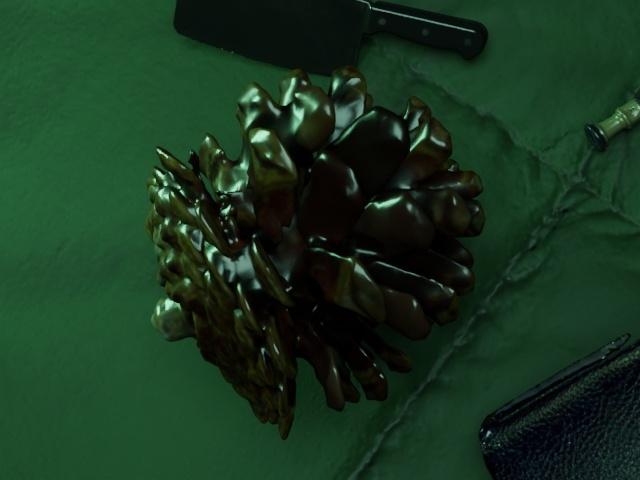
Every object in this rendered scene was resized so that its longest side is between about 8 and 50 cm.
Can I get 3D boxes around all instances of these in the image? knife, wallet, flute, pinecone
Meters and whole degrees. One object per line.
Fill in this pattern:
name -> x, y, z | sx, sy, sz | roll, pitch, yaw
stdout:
knife -> 0.006, -0.163, 1.363 | 0.245, 0.019, 0.072 | 12, 118, 3
wallet -> 0.250, 0.192, 1.190 | 0.221, 0.071, 0.262 | -36, 78, 39
flute -> 0.304, -0.141, 1.331 | 0.233, 0.027, 0.027 | -33, 76, 0
pinecone -> -0.004, -0.008, 1.237 | 0.264, 0.264, 0.264 | -1, 78, 7

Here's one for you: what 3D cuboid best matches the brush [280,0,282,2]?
brush -> 0.036, -0.262, 1.349 | 0.314, 0.017, 0.090 | -23, 76, 20
